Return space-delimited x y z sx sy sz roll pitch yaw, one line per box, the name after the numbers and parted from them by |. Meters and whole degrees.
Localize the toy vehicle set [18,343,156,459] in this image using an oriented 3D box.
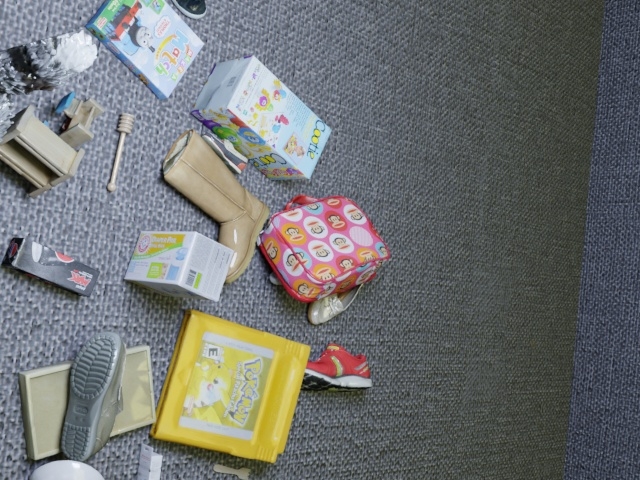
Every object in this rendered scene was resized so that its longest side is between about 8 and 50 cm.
-0.457 0.315 1.535 0.266 0.035 0.166 -8 97 -43 | toy vehicle set

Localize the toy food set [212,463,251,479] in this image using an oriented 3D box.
-0.220 0.617 1.773 0.132 0.038 0.192 26 74 -41 | toy food set

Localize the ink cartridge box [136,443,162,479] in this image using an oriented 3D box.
-0.360 0.474 1.626 0.028 0.048 0.083 10 85 -44 | ink cartridge box

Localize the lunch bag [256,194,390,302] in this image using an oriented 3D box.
0.000 0.000 1.856 0.293 0.120 0.258 -17 63 -42 | lunch bag

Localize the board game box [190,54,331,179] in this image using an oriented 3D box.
-0.131 -0.270 1.749 0.275 0.142 0.144 39 66 -37 | board game box

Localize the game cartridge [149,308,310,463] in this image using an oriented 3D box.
-0.193 0.333 1.735 0.323 0.052 0.285 21 77 -29 | game cartridge

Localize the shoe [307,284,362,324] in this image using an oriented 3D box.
0.047 0.138 1.995 0.219 0.058 0.077 -45 120 -33 | shoe

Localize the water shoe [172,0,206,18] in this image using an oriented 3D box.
-0.289 -0.567 1.626 0.073 0.080 0.203 -43 120 -33 | water shoe

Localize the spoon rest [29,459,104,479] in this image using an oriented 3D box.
-0.458 0.519 1.503 0.084 0.137 0.276 -99 167 -59 | spoon rest

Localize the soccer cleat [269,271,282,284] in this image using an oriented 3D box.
-0.042 0.089 1.906 0.196 0.068 0.076 -15 121 -39 | soccer cleat

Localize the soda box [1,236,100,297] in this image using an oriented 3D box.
-0.508 0.052 1.462 0.169 0.053 0.060 31 71 -41 | soda box

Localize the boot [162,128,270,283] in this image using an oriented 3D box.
-0.249 -0.070 1.690 0.269 0.089 0.236 45 51 -36 | boot

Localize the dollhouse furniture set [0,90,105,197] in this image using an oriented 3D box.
-0.513 -0.200 1.420 0.129 0.129 0.184 45 38 -35 | dollhouse furniture set

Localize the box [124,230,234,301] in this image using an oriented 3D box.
-0.290 0.050 1.568 0.103 0.203 0.114 30 70 -41 | box

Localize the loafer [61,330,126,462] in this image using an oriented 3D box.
-0.429 0.297 1.487 0.087 0.094 0.251 19 88 -67 | loafer

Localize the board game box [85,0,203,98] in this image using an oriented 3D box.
-0.358 -0.424 1.597 0.211 0.039 0.160 45 62 -36 | board game box

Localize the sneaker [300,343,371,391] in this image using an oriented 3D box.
0.017 0.321 1.969 0.279 0.107 0.118 16 61 -44 | sneaker

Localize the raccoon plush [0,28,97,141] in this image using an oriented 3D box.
-0.539 -0.126 1.211 0.216 0.446 0.299 -63 140 -66 | raccoon plush

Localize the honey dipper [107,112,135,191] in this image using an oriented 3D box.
-0.408 -0.178 1.565 0.030 0.030 0.161 16 82 -43 | honey dipper

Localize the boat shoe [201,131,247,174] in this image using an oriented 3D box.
-0.214 -0.203 1.735 0.137 0.049 0.043 45 71 -41 | boat shoe
